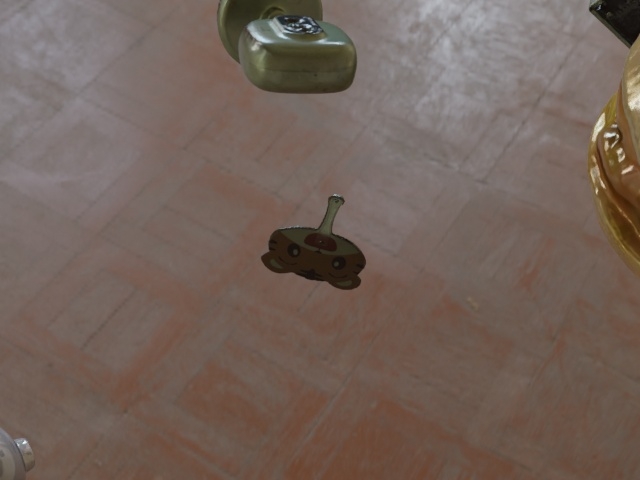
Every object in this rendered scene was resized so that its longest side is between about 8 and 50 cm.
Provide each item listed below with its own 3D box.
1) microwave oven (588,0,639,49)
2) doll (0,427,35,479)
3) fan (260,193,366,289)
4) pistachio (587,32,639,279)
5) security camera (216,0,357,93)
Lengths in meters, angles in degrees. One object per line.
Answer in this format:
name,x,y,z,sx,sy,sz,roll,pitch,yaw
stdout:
microwave oven,0.411,-0.303,1.110,0.129,0.205,0.163,37,45,-16
doll,-0.317,0.242,0.916,0.151,0.287,0.151,9,55,-14
fan,0.000,0.000,1.450,0.152,0.227,0.008,16,55,-1
pistachio,0.340,-0.047,0.809,0.229,0.230,0.309,-15,55,-18
security camera,-0.013,-0.093,0.471,0.058,0.058,0.092,-11,27,-15
